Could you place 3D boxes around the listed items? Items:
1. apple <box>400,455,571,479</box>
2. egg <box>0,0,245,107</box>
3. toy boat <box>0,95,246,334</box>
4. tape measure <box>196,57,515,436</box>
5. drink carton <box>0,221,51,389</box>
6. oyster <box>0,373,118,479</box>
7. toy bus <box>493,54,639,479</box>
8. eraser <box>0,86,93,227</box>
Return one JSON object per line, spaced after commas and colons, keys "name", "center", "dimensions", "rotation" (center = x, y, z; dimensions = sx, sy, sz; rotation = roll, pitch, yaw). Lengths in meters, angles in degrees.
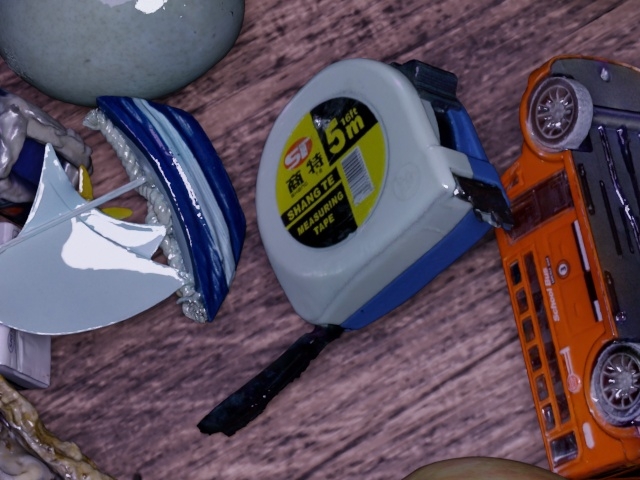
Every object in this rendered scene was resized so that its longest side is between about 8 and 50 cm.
{"name": "apple", "center": [0.131, 0.287, 1.175], "dimensions": [0.234, 0.257, 0.256], "rotation": [9, 74, -7]}
{"name": "egg", "center": [-0.183, -0.205, 1.452], "dimensions": [0.237, 0.169, 0.169], "rotation": [-11, 70, 19]}
{"name": "toy boat", "center": [-0.207, 0.007, 1.383], "dimensions": [0.291, 0.067, 0.220], "rotation": [-29, 92, -22]}
{"name": "tape measure", "center": [0.000, 0.000, 1.371], "dimensions": [0.351, 0.098, 0.215], "rotation": [-41, 52, 30]}
{"name": "drink carton", "center": [-0.361, 0.067, 1.453], "dimensions": [0.222, 0.102, 0.134], "rotation": [-5, 74, 16]}
{"name": "oyster", "center": [-0.196, 0.248, 1.357], "dimensions": [0.079, 0.128, 0.345], "rotation": [-27, 68, -41]}
{"name": "toy bus", "center": [0.226, 0.023, 1.270], "dimensions": [0.153, 0.143, 0.329], "rotation": [-32, 62, 47]}
{"name": "eraser", "center": [-0.375, -0.121, 1.486], "dimensions": [0.332, 0.155, 0.101], "rotation": [24, 82, 21]}
